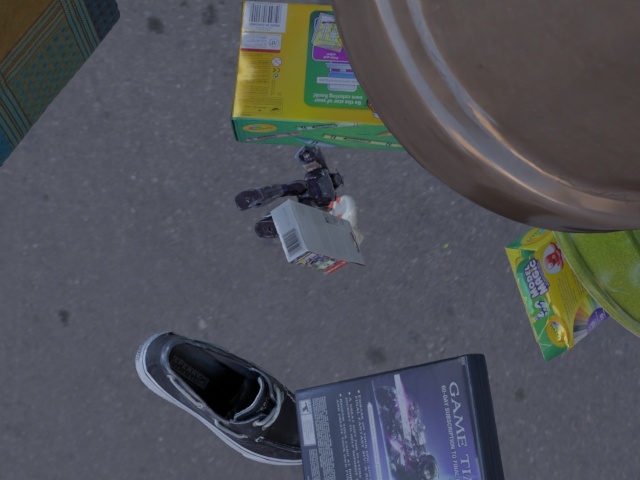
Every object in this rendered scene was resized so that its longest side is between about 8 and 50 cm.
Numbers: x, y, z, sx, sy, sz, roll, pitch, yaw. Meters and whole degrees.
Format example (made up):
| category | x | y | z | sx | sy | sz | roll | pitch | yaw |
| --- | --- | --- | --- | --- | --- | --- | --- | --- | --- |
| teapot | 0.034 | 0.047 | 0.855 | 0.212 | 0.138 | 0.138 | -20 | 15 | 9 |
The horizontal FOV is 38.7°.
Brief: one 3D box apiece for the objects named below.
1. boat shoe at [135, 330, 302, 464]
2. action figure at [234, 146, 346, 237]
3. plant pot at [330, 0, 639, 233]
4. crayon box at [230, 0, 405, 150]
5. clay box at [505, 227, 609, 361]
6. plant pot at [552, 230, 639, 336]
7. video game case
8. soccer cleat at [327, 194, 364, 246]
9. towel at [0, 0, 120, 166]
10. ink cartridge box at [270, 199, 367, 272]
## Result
| category | x | y | z | sx | sy | sz | roll | pitch | yaw |
| --- | --- | --- | --- | --- | --- | --- | --- | --- | --- |
| boat shoe | -0.097 | 0.210 | 1.192 | 0.301 | 0.108 | 0.102 | 39 | 155 | -24 |
| action figure | -0.029 | -0.086 | 1.755 | 0.099 | 0.285 | 0.185 | -24 | 93 | 40 |
| plant pot | 0.160 | -0.132 | 0.339 | 0.263 | 0.229 | 0.262 | 0 | 90 | -18 |
| crayon box | 0.033 | -0.207 | 1.156 | 0.279 | 0.081 | 0.165 | 4 | 74 | 2 |
| clay box | 0.293 | 0.025 | 1.017 | 0.053 | 0.222 | 0.127 | 10 | 126 | 58 |
| plant pot | 0.445 | -0.103 | 0.805 | 0.366 | 0.367 | 0.353 | 62 | 149 | -2 |
| video game case | 0.065 | 0.218 | 0.824 | 0.274 | 0.026 | 0.196 | -24 | 69 | 54 |
| soccer cleat | 0.047 | -0.022 | 1.648 | 0.076 | 0.068 | 0.196 | 3 | 151 | -11 |
| towel | -0.359 | -0.212 | 1.003 | 0.040 | 0.370 | 0.271 | 25 | 155 | 12 |
| ink cartridge box | 0.000 | 0.000 | 0.960 | 0.029 | 0.115 | 0.062 | -33 | 63 | 25 |
